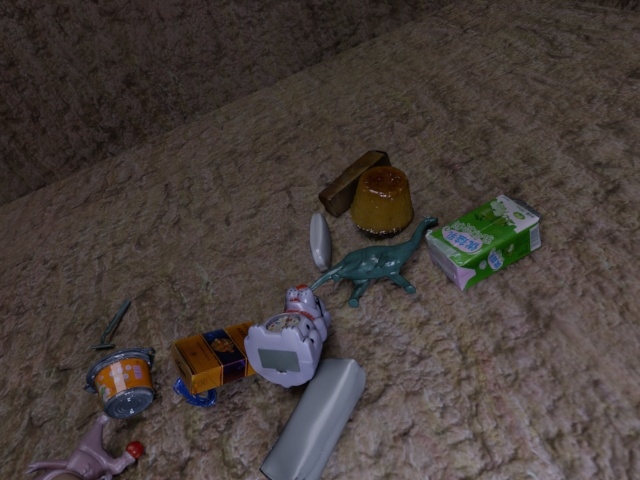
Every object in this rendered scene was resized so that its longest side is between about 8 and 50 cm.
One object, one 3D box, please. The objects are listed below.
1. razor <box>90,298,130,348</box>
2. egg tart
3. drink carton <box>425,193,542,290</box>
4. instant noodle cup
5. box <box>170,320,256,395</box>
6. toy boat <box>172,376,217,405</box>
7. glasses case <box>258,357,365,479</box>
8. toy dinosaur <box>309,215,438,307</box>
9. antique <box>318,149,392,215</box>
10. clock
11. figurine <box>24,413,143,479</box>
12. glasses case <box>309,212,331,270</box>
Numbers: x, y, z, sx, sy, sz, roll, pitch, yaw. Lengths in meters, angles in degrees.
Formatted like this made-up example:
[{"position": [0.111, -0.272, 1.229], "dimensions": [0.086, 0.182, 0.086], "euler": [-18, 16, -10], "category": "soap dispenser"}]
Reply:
[{"position": [-0.718, 0.284, 1.528], "dimensions": [0.084, 0.036, 0.211], "euler": [-10, 41, 15], "category": "razor"}, {"position": [0.197, -0.133, 1.419], "dimensions": [0.215, 0.171, 0.215], "euler": [-3, 45, 3], "category": "egg tart"}, {"position": [0.442, -0.004, 1.189], "dimensions": [0.271, 0.108, 0.161], "euler": [-28, 38, -5], "category": "drink carton"}, {"position": [-0.533, 0.402, 1.201], "dimensions": [0.208, 0.177, 0.126], "euler": [-42, 54, 6], "category": "instant noodle cup"}, {"position": [-0.253, 0.299, 1.151], "dimensions": [0.237, 0.070, 0.152], "euler": [-12, 29, -34], "category": "box"}, {"position": [-0.334, 0.380, 1.150], "dimensions": [0.175, 0.110, 0.091], "euler": [21, 59, 41], "category": "toy boat"}, {"position": [-0.011, 0.406, 0.972], "dimensions": [0.128, 0.083, 0.308], "euler": [4, 46, 39], "category": "glasses case"}, {"position": [0.158, 0.042, 1.317], "dimensions": [0.383, 0.130, 0.331], "euler": [-9, 30, 21], "category": "toy dinosaur"}, {"position": [0.127, -0.216, 1.625], "dimensions": [0.310, 0.087, 0.093], "euler": [-41, 39, -20], "category": "antique"}, {"position": [-0.055, 0.225, 1.130], "dimensions": [0.188, 0.189, 0.254], "euler": [-2, 26, 26], "category": "clock"}, {"position": [-0.574, 0.560, 1.028], "dimensions": [0.186, 0.176, 0.287], "euler": [-24, 14, 44], "category": "figurine"}, {"position": [0.000, 0.000, 1.434], "dimensions": [0.059, 0.092, 0.234], "euler": [-16, 37, 14], "category": "glasses case"}]
